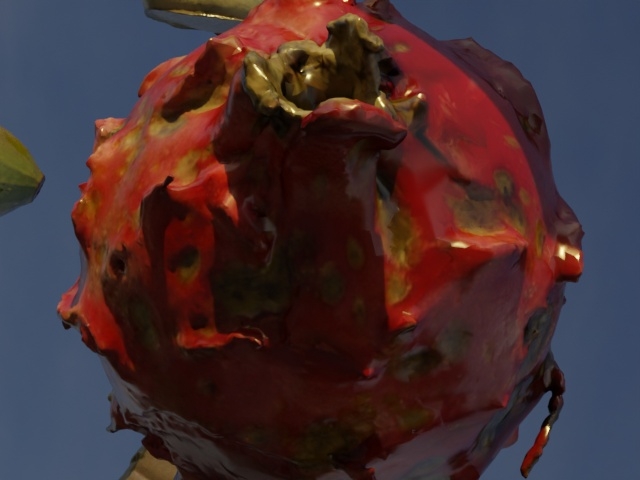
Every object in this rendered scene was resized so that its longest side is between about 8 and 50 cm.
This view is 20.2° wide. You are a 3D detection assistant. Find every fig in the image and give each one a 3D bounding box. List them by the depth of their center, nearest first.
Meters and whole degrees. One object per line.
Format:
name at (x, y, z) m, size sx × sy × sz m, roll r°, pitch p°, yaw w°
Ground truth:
fig at (-0.220, -0.044, 1.149) m, size 0.088 × 0.074 × 0.074 m, roll 12°, pitch -51°, yaw -10°

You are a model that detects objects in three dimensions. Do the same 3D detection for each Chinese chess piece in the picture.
Chinese chess piece at (-0.071, -0.180, 1.314) m, size 0.122 × 0.122 × 0.051 m, roll 9°, pitch -91°, yaw 41°

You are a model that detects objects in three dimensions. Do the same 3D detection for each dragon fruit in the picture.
dragon fruit at (0.000, 0.000, 0.698) m, size 0.205 × 0.210 × 0.268 m, roll 10°, pitch -29°, yaw 9°

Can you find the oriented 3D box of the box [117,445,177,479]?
box at (-0.012, 0.200, 0.934) m, size 0.153 × 0.188 × 0.252 m, roll 32°, pitch -13°, yaw 32°
